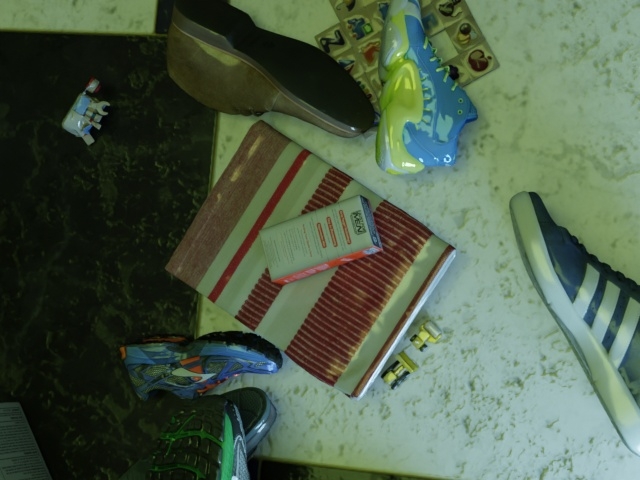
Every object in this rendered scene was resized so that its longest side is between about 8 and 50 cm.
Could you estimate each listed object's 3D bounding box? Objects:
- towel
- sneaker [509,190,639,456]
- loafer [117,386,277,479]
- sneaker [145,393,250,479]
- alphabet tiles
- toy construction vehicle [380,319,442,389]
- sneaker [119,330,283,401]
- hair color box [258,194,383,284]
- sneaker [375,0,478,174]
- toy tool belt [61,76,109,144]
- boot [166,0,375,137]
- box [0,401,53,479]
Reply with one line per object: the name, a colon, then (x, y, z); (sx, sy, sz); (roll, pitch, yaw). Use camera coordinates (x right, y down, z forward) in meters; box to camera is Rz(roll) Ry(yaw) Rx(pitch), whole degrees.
towel: (-0.016, 0.023, 1.842); (0.329, 0.037, 0.237); (34, 94, 22)
sneaker: (0.355, 0.077, 1.716); (0.148, 0.131, 0.350); (-29, 84, 4)
loafer: (-0.161, 0.291, 1.866); (0.267, 0.084, 0.096); (-37, 46, 6)
sneaker: (-0.124, 0.350, 1.785); (0.134, 0.146, 0.344); (15, 112, 43)
alphabet tiles: (0.093, -0.280, 1.872); (0.198, 0.009, 0.237); (-28, 78, 12)
toy construction vehicle: (0.098, 0.127, 1.820); (0.098, 0.035, 0.086); (-43, 76, 8)
sneaker: (-0.152, 0.166, 1.872); (0.221, 0.083, 0.087); (-3, 98, 20)
hair color box: (0.000, 0.000, 1.797); (0.141, 0.043, 0.072); (-19, 75, 17)
sneaker: (0.136, -0.198, 1.816); (0.126, 0.091, 0.240); (4, 86, -3)
toy tool belt: (-0.312, -0.176, 1.957); (0.051, 0.052, 0.083); (33, 98, -16)
boot: (-0.069, -0.204, 1.876); (0.305, 0.112, 0.115); (31, 127, 12)
box: (-0.434, 0.342, 1.888); (0.127, 0.148, 0.232); (-28, 78, 12)
